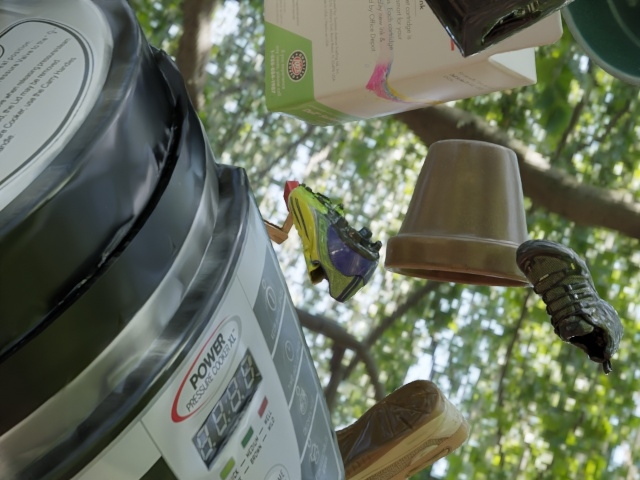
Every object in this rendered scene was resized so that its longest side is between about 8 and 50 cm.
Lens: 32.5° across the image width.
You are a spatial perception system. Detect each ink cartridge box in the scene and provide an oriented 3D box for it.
[{"bbox_3d":[0.112,-0.256,1.188,0.353,0.207,0.119,-7,-11,35],"label":"ink cartridge box"}]

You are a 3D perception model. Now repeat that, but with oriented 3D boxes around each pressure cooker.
[{"bbox_3d":[-0.207,0.063,0.532,0.370,0.375,0.420,49,-18,53],"label":"pressure cooker"}]

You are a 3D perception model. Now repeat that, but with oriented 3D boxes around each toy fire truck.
[{"bbox_3d":[-0.105,-0.020,2.018,0.135,0.047,0.192,-3,-48,-16],"label":"toy fire truck"}]

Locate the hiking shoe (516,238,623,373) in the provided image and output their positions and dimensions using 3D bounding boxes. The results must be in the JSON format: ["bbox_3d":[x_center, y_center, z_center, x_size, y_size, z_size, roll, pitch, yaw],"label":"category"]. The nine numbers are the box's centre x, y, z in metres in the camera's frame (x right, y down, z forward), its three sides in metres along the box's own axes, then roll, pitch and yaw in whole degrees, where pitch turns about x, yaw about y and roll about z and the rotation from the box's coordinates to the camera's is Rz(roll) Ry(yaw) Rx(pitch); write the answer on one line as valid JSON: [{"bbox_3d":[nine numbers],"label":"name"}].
[{"bbox_3d":[0.379,0.094,1.659,0.227,0.114,0.086,46,-62,-10],"label":"hiking shoe"}]

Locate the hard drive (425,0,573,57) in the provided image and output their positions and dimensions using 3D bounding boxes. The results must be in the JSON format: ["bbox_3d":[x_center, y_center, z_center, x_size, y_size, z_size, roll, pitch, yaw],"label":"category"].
[{"bbox_3d":[0.173,-0.273,0.827,0.172,0.254,0.054,58,4,8],"label":"hard drive"}]

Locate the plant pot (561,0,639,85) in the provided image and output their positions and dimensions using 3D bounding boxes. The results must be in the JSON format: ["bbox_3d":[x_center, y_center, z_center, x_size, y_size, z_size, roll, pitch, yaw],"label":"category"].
[{"bbox_3d":[0.571,-0.410,1.567,0.341,0.334,0.341,25,-58,48],"label":"plant pot"}]

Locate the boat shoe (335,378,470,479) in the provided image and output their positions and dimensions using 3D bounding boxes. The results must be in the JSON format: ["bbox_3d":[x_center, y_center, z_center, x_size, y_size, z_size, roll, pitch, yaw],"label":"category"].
[{"bbox_3d":[0.050,0.325,1.534,0.341,0.122,0.110,-32,-56,17],"label":"boat shoe"}]

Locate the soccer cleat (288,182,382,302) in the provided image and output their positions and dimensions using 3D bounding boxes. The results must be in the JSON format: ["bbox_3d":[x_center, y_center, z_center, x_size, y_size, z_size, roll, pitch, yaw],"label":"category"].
[{"bbox_3d":[-0.001,0.000,1.682,0.093,0.121,0.289,25,11,-28],"label":"soccer cleat"}]

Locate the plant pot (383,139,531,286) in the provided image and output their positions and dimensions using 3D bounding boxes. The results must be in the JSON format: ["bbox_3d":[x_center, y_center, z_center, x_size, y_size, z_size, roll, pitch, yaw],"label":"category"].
[{"bbox_3d":[0.251,-0.047,1.875,0.263,0.229,0.263,8,-5,1],"label":"plant pot"}]
